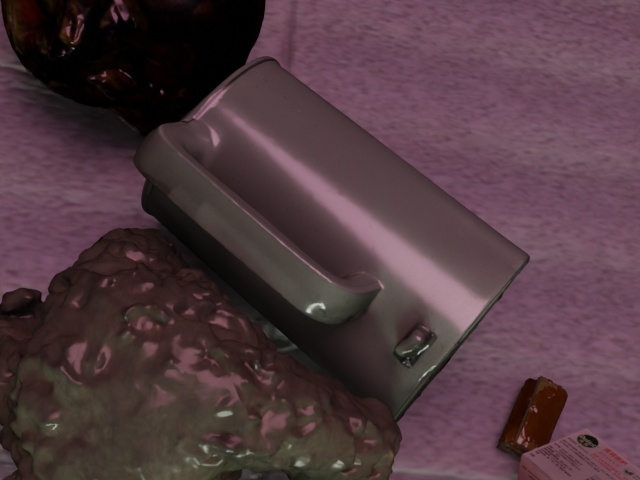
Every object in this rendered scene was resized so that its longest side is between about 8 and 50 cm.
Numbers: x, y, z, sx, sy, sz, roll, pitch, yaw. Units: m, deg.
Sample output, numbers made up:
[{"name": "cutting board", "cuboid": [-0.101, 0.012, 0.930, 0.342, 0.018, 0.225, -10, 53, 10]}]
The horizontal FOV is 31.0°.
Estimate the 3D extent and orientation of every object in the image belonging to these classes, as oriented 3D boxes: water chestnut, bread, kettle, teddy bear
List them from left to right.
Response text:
[{"name": "teddy bear", "cuboid": [-0.170, 0.190, 0.938, 0.357, 0.224, 0.367, 35, 84, 20]}, {"name": "water chestnut", "cuboid": [-0.176, -0.242, 1.120, 0.289, 0.289, 0.244, -12, 40, -21]}, {"name": "kettle", "cuboid": [-0.004, 0.008, 1.055, 0.318, 0.205, 0.265, 41, 46, 9]}, {"name": "bread", "cuboid": [0.209, 0.175, 1.129, 0.047, 0.036, 0.083, 30, 60, -1]}]

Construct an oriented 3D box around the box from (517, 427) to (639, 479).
[{"name": "box", "cuboid": [0.254, 0.234, 1.064, 0.089, 0.043, 0.125, -13, 33, -29]}]
